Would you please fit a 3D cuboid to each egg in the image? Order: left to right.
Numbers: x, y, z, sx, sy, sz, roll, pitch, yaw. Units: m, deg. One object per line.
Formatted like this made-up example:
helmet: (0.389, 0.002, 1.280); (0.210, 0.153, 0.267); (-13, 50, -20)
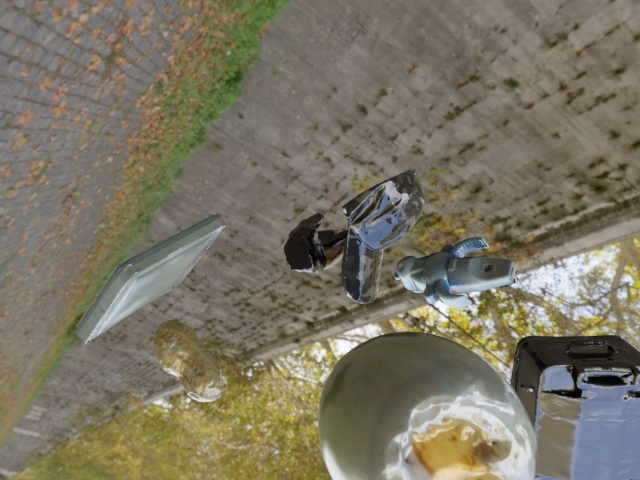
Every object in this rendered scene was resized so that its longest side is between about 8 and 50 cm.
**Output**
egg: (0.088, 0.179, 0.422); (0.183, 0.183, 0.217); (-55, -174, -8)

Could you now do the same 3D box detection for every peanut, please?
peanut: (-0.231, 0.209, 0.743); (0.080, 0.174, 0.080); (-40, 155, -22)

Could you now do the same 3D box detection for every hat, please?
hat: (0.202, -0.005, 1.285); (0.257, 0.381, 0.366); (-7, -168, 31)

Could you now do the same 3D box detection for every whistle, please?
whistle: (0.273, 0.071, 0.912); (0.269, 0.093, 0.180); (-10, -144, 42)

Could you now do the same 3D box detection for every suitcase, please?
suitcase: (0.596, 0.421, 0.991); (0.194, 0.283, 0.434); (-75, 162, -72)

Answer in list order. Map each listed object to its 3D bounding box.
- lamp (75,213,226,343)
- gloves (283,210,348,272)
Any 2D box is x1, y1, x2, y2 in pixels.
lamp: (-0.332, 0.071, 0.860); (0.266, 0.047, 0.269); (-41, 180, 34)
gloves: (-0.008, 0.003, 1.431); (0.301, 0.197, 0.152); (-18, 180, -44)
